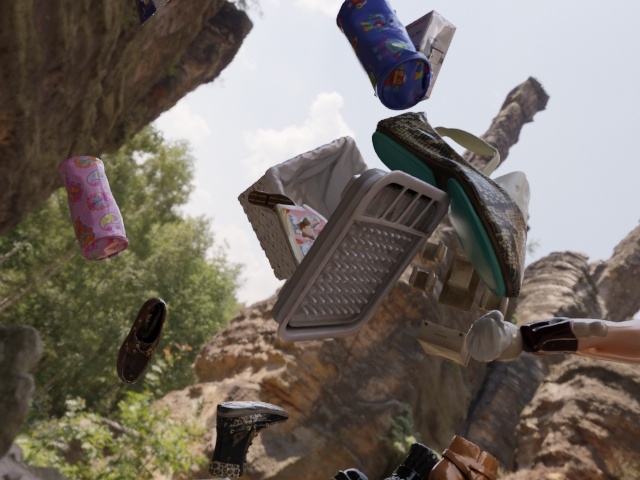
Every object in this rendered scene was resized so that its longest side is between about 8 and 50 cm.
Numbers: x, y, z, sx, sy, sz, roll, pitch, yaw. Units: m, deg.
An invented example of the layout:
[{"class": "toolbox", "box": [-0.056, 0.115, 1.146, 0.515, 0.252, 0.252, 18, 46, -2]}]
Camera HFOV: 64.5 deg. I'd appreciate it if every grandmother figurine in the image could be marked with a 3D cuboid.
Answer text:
[{"class": "grandmother figurine", "box": [0.426, 0.169, 0.874, 0.342, 0.104, 0.208, -3, -26, 5]}]

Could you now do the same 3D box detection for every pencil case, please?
[{"class": "pencil case", "box": [-0.595, -0.088, 1.330, 0.124, 0.124, 0.284, 94, -29, -63]}, {"class": "pencil case", "box": [0.133, -0.408, 1.065, 0.119, 0.133, 0.306, 83, -10, -54]}]

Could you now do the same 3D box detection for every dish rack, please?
[{"class": "dish rack", "box": [0.064, 0.025, 0.875, 0.072, 0.333, 0.285, 41, 18, 30]}]

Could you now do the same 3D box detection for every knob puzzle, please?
[{"class": "knob puzzle", "box": [0.000, 0.000, 1.118, 0.030, 0.213, 0.213, -35, -79, 33]}]

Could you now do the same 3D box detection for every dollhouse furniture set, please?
[{"class": "dollhouse furniture set", "box": [0.314, 0.145, 1.169, 0.212, 0.242, 0.161, 15, -17, 24]}]

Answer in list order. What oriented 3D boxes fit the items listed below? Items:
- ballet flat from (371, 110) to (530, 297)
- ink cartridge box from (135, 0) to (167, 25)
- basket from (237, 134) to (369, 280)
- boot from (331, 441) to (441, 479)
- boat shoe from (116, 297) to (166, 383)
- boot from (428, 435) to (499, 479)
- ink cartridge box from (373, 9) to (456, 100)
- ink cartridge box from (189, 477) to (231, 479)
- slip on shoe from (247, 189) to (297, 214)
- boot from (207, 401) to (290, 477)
[{"class": "ballet flat", "box": [0.277, -0.112, 0.965, 0.483, 0.182, 0.164, 59, -8, 40]}, {"class": "ink cartridge box", "box": [-0.263, -0.582, 0.985, 0.065, 0.332, 0.165, 35, 24, -51]}, {"class": "basket", "box": [-0.017, -0.089, 1.533, 0.266, 0.331, 0.329, -18, -81, 57]}, {"class": "boot", "box": [0.195, 0.624, 1.308, 0.131, 0.260, 0.348, 25, -29, 53]}, {"class": "boat shoe", "box": [-0.414, 0.232, 1.178, 0.073, 0.207, 0.073, 21, -12, -30]}, {"class": "boot", "box": [0.380, 0.631, 1.208, 0.283, 0.220, 0.109, 36, -38, 6]}, {"class": "ink cartridge box", "box": [0.221, -0.420, 1.198, 0.082, 0.191, 0.139, 24, -8, -24]}, {"class": "ink cartridge box", "box": [-0.027, 0.377, 0.531, 0.261, 0.066, 0.296, -26, -75, 43]}, {"class": "slip on shoe", "box": [-0.107, -0.084, 1.194, 0.135, 0.052, 0.041, 14, -5, 25]}, {"class": "boot", "box": [-0.193, 0.530, 1.363, 0.236, 0.179, 0.085, 19, -12, -43]}]
